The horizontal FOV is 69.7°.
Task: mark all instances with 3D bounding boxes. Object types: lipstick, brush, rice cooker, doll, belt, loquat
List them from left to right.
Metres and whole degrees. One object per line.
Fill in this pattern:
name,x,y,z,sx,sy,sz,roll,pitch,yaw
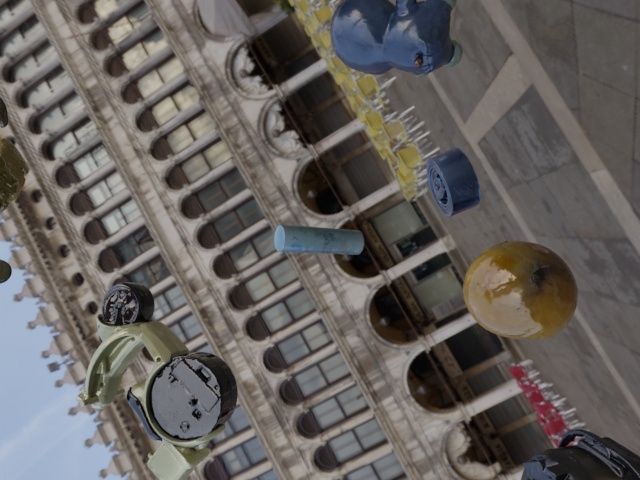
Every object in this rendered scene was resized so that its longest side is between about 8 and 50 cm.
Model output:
brush,-0.841,0.128,1.042,0.062,0.266,0.027,55,151,-4
lipstick,0.000,0.000,0.815,0.158,0.048,0.048,3,-137,-27
doll,0.147,-0.423,0.953,0.259,0.153,0.228,22,162,30
belt,0.301,-0.131,1.048,0.190,0.082,0.141,44,-155,-79
loquat,0.493,0.126,1.148,0.263,0.263,0.263,57,-171,-15
rice cooker,0.251,0.269,0.435,0.112,0.107,0.165,-152,57,-71

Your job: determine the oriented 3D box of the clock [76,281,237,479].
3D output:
clock,-0.356,0.290,0.953,0.379,0.276,0.120,37,-176,18

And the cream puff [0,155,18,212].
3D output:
cream puff,-0.885,-0.149,1.243,0.116,0.146,0.146,43,-166,-18

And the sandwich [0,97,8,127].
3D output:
sandwich,-1.013,-0.406,1.450,0.069,0.026,0.101,132,125,-77

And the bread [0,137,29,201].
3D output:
bread,-1.057,-0.206,1.491,0.134,0.245,0.244,41,-160,-52
